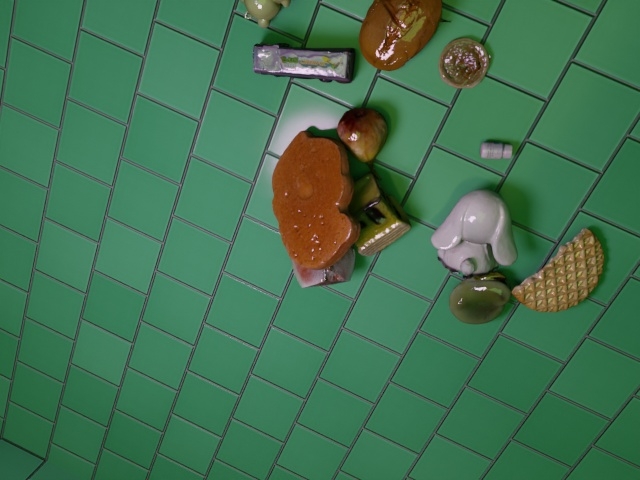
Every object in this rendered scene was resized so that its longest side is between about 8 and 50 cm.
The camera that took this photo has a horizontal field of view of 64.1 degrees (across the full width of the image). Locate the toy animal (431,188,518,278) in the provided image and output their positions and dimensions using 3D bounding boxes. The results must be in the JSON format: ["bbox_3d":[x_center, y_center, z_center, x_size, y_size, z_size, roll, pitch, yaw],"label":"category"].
[{"bbox_3d":[0.478,-0.014,1.615,0.249,0.174,0.289,-12,107,15],"label":"toy animal"}]

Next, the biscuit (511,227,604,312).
[{"bbox_3d":[0.785,0.124,1.634,0.204,0.040,0.309,42,101,-18],"label":"biscuit"}]

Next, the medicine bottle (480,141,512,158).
[{"bbox_3d":[0.541,-0.277,1.574,0.089,0.052,0.052,5,110,11],"label":"medicine bottle"}]

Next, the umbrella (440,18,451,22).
[{"bbox_3d":[0.325,-0.656,1.512,0.122,0.013,0.022,19,92,7],"label":"umbrella"}]

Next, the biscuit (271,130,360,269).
[{"bbox_3d":[-0.027,-0.131,1.625,0.350,0.078,0.454,-18,74,41],"label":"biscuit"}]

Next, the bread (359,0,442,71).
[{"bbox_3d":[0.231,-0.621,1.467,0.195,0.142,0.269,41,119,2],"label":"bread"}]

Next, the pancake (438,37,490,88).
[{"bbox_3d":[0.429,-0.529,1.526,0.152,0.025,0.151,4,109,13],"label":"pancake"}]

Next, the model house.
[{"bbox_3d":[0.172,-0.071,1.684,0.193,0.174,0.234,-37,129,19],"label":"model house"}]

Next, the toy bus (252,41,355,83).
[{"bbox_3d":[-0.057,-0.546,1.568,0.317,0.138,0.112,6,109,9],"label":"toy bus"}]

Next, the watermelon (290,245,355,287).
[{"bbox_3d":[0.000,0.000,1.723,0.224,0.180,0.304,-8,80,-2],"label":"watermelon"}]

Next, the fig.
[{"bbox_3d":[0.150,-0.295,1.626,0.159,0.159,0.257,-14,127,17],"label":"fig"}]

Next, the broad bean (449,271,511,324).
[{"bbox_3d":[0.535,0.193,1.718,0.169,0.100,0.228,34,114,7],"label":"broad bean"}]

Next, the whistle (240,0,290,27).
[{"bbox_3d":[-0.125,-0.763,1.524,0.288,0.106,0.131,-36,96,22],"label":"whistle"}]
